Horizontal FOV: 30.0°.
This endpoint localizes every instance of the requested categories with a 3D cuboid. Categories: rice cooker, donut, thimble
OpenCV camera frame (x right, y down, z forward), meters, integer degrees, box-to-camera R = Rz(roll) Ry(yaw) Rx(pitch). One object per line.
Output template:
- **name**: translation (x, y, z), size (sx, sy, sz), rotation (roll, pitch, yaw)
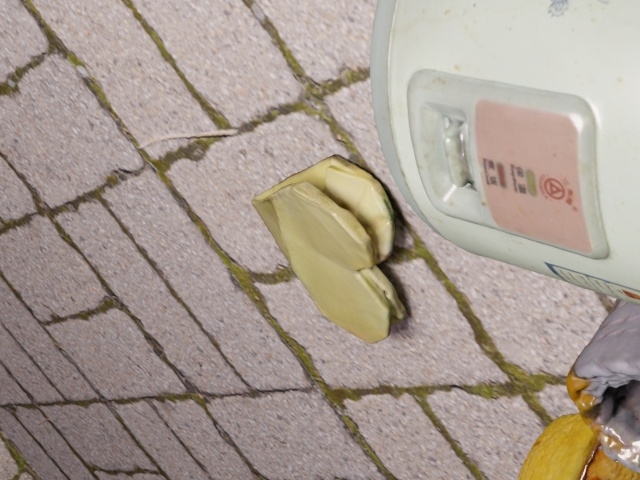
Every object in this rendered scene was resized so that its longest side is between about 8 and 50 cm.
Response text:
- **rice cooker**: translation (0.189, -0.084, 0.596), size (0.317, 0.264, 0.316), rotation (31, 137, 34)
- **donut**: translation (0.255, 0.294, 1.101), size (0.112, 0.151, 0.295), rotation (13, 139, 58)
- **thimble**: translation (0.267, 0.098, 0.864), size (0.151, 0.118, 0.127), rotation (3, 130, 48)

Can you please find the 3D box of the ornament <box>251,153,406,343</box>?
- **ornament**: translation (0.000, 0.000, 1.141), size (0.180, 0.059, 0.201), rotation (29, 148, 31)
